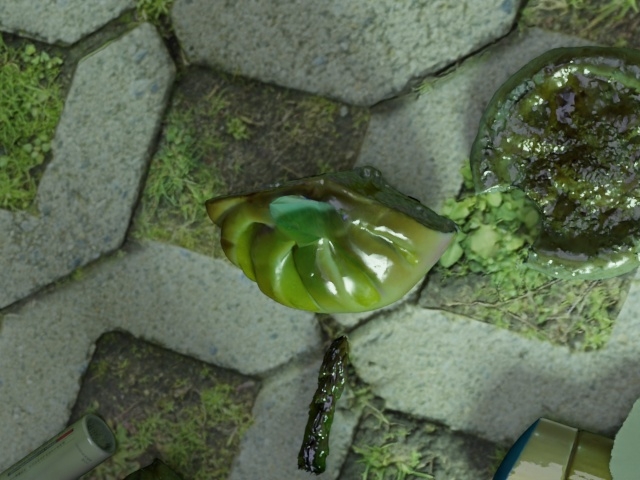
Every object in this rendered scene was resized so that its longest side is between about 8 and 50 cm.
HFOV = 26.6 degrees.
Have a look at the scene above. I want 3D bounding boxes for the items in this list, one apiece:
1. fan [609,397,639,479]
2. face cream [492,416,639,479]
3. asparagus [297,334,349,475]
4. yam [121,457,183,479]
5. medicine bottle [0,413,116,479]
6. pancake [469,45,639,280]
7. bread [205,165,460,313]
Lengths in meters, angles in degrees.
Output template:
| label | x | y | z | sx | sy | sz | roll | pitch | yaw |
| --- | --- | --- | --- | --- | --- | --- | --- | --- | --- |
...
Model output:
| label | x | y | z | sx | sy | sz | roll | pitch | yaw |
| --- | --- | --- | --- | --- | --- | --- | --- | --- | --- |
| fan | 0.426 | 0.313 | 1.345 | 0.233 | 0.012 | 0.414 | -12 | 69 | 7 |
| face cream | 0.319 | 0.284 | 1.419 | 0.285 | 0.067 | 0.139 | 16 | 93 | 13 |
| asparagus | 0.006 | 0.184 | 1.515 | 0.036 | 0.030 | 0.165 | 23 | 104 | 37 |
| yam | -0.250 | 0.406 | 1.524 | 0.300 | 0.195 | 0.195 | -39 | 85 | 14 |
| medicine bottle | -0.347 | 0.289 | 1.606 | 0.231 | 0.059 | 0.059 | -35 | 86 | 15 |
| pancake | 0.280 | -0.084 | 1.411 | 0.254 | 0.037 | 0.253 | 2 | 96 | 16 |
| bread | 0.012 | 0.006 | 1.434 | 0.261 | 0.158 | 0.156 | -10 | 96 | 18 |
